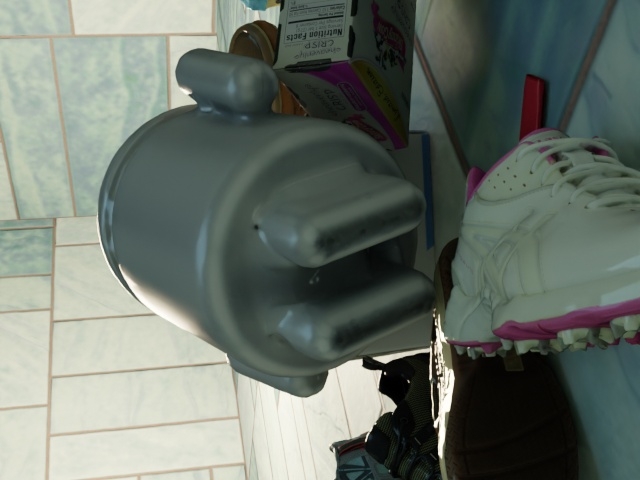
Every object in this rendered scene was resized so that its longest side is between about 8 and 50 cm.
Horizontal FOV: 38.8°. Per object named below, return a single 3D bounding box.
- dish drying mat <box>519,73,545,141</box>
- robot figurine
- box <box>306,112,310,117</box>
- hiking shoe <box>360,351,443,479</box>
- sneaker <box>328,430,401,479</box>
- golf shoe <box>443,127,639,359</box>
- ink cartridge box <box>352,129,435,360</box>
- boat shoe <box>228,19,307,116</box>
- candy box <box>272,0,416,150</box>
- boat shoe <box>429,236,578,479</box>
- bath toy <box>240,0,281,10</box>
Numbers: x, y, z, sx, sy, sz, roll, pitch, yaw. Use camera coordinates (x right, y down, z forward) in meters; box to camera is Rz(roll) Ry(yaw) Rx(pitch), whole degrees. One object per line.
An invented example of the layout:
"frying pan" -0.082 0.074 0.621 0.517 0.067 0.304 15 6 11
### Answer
"dish drying mat" 0.153 -0.077 0.659 0.032 0.008 0.083 -121 28 -69
"robot figurine" -0.060 -0.009 0.765 0.353 0.199 0.300 19 120 52
"box" 0.020 -0.133 1.214 0.175 0.051 0.220 -110 20 -56
"hiking shoe" 0.094 0.187 0.746 0.227 0.114 0.086 -101 10 -49
"sneaker" 0.046 0.310 1.022 0.104 0.125 0.262 -111 21 -59
"golf shoe" 0.137 -0.005 0.502 0.306 0.115 0.140 149 120 -77
"ink cartridge box" 0.000 0.000 1.019 0.307 0.129 0.223 -177 82 -67
"boat shoe" -0.055 -0.199 1.320 0.111 0.104 0.307 44 155 32
"candy box" 0.031 -0.215 0.800 0.159 0.071 0.233 41 -129 -61
"boat shoe" 0.125 0.124 0.663 0.095 0.095 0.257 102 173 -54
"bath toy" -0.067 -0.511 1.357 0.151 0.129 0.348 44 151 20
